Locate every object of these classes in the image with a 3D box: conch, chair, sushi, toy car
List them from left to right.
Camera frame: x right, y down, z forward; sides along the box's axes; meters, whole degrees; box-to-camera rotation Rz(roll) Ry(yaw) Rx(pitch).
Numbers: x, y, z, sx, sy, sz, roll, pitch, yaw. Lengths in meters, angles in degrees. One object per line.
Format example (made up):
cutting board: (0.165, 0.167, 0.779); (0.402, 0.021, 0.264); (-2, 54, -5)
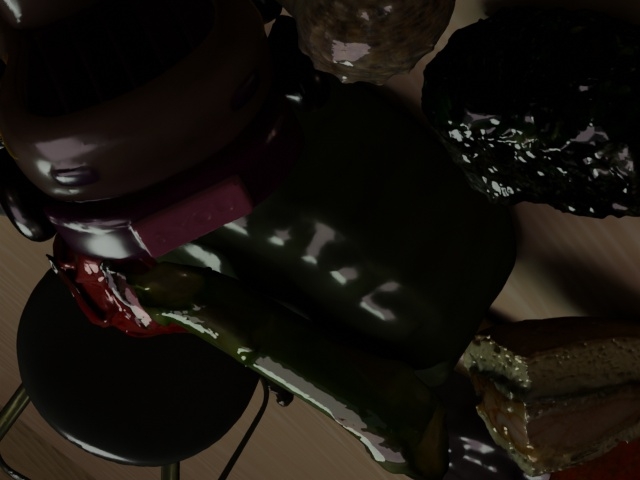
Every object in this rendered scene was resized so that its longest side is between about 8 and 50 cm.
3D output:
toy car: (-0.161, -0.172, 1.155); (0.340, 0.271, 0.240); (63, 180, 37)
chair: (-0.243, 0.202, 2.079); (0.362, 0.364, 0.410); (30, 154, 4)
conch: (0.023, -0.202, 1.083); (0.155, 0.130, 0.207); (15, 143, 5)
sushi: (0.172, -0.098, 1.127); (0.225, 0.124, 0.127); (14, 154, 50)

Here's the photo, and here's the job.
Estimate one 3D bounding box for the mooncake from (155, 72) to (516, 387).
mooncake: (0.000, 0.000, 1.488); (0.356, 0.194, 0.356); (25, 159, 10)

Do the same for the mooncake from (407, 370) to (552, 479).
mooncake: (0.230, 0.264, 1.860); (0.283, 0.141, 0.283); (24, 160, 10)

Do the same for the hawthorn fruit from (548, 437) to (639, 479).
hawthorn fruit: (0.371, 0.286, 1.540); (0.254, 0.254, 0.300); (36, 173, -15)

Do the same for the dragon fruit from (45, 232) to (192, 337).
dragon fruit: (-0.167, 0.024, 1.698); (0.293, 0.234, 0.234); (51, 156, -5)

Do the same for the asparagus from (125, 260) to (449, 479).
asparagus: (-0.022, 0.103, 1.391); (0.343, 0.082, 0.085); (33, 153, 3)

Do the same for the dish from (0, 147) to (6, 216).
dish: (-0.387, -0.112, 1.857); (0.256, 0.117, 0.256); (27, 159, 11)

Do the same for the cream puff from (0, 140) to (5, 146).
cream puff: (-0.344, -0.164, 1.670); (0.156, 0.156, 0.121); (13, 122, 38)

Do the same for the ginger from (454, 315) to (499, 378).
ginger: (0.145, 0.106, 1.705); (0.190, 0.069, 0.095); (28, 154, 10)

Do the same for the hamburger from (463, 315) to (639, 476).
hamburger: (0.255, 0.120, 1.504); (0.155, 0.208, 0.135); (-126, 21, -61)
